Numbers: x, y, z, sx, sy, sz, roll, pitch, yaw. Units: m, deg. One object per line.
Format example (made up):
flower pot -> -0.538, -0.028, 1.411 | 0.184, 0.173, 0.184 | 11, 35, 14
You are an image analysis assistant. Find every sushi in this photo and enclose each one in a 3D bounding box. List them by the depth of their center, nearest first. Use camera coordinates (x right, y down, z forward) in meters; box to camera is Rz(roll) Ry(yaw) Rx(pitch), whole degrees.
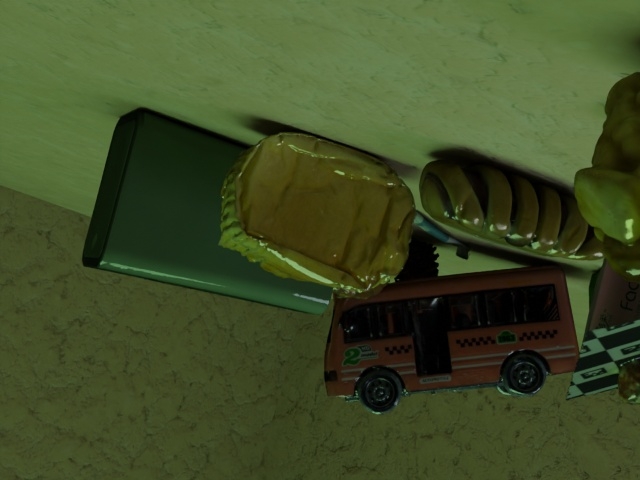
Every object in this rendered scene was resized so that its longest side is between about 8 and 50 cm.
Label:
sushi -> 0.490, 0.154, 1.398 | 0.339, 0.068, 0.320 | -12, 156, 2

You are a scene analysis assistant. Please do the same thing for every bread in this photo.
bread -> 0.221, -0.034, 1.302 | 0.225, 0.081, 0.134 | 16, 179, -22
bread -> -0.005, -0.032, 1.431 | 0.250, 0.179, 0.133 | 17, 178, -13

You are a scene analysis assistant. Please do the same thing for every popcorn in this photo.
popcorn -> 0.267, -0.055, 0.782 | 0.194, 0.163, 0.140 | -15, -156, -16

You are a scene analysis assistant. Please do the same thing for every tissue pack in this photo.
tissue pack -> 0.425, 0.084, 1.558 | 0.092, 0.148, 0.246 | 15, 172, 13

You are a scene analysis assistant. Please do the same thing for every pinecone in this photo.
pinecone -> 0.175, 0.046, 2.038 | 0.109, 0.102, 0.102 | 52, 158, -22

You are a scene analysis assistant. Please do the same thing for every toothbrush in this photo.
toothbrush -> 0.197, -0.006, 1.848 | 0.019, 0.025, 0.276 | 13, 173, 28

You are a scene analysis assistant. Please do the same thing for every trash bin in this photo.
trash bin -> -0.142, -0.027, 1.617 | 0.343, 0.223, 0.158 | 16, 174, -19

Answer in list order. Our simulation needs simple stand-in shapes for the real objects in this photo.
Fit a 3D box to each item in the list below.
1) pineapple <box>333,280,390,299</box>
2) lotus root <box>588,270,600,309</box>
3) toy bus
pineapple -> 0.000, 0.000, 1.884 | 0.158, 0.157, 0.279 | 20, -178, -38
lotus root -> 0.509, 0.149, 1.811 | 0.186, 0.186, 0.186 | 15, 174, 2
toy bus -> 0.214, 0.165, 1.923 | 0.427, 0.233, 0.203 | -6, 174, 1
